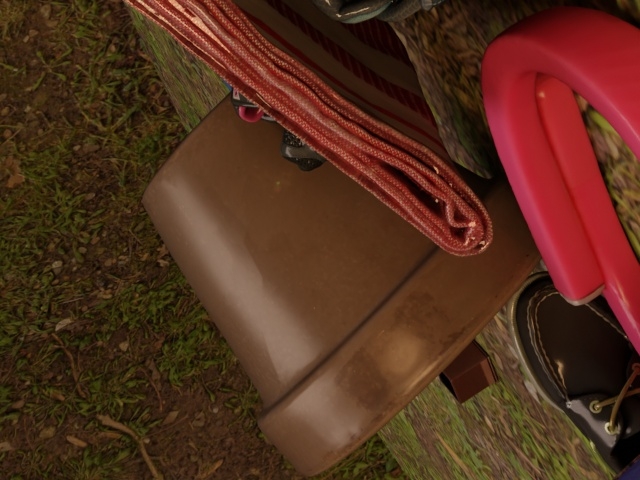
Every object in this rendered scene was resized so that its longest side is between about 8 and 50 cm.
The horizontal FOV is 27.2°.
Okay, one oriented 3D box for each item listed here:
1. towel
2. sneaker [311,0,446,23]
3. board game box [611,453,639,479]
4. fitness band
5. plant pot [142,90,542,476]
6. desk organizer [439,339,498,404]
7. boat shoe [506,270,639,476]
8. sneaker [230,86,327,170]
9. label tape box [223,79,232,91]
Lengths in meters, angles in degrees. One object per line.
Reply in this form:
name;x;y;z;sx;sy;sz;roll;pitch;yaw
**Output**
towel;-0.021;-0.137;0.736;0.237;0.037;0.329;37;-162;-22
sneaker;0.028;-0.174;0.681;0.104;0.125;0.262;45;177;-19
board game box;0.268;0.250;0.626;0.291;0.141;0.232;51;174;-22
fitness band;0.180;-0.001;0.736;0.291;0.054;0.209;61;172;-29
plant pot;0.000;0.000;0.947;0.229;0.263;0.263;44;173;-1
desk organizer;0.141;0.120;1.482;0.130;0.050;0.047;50;169;48
boat shoe;0.211;0.114;0.874;0.228;0.081;0.068;50;179;-8
sneaker;-0.035;-0.117;0.851;0.072;0.077;0.178;24;-154;-53
label tape box;-0.063;-0.256;1.090;0.249;0.115;0.347;59;169;-6
